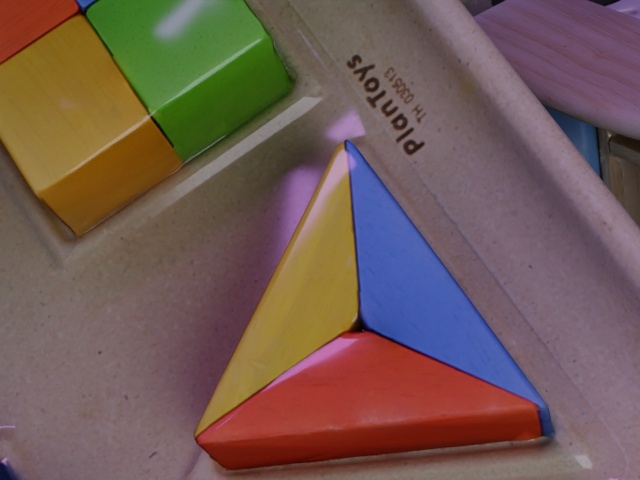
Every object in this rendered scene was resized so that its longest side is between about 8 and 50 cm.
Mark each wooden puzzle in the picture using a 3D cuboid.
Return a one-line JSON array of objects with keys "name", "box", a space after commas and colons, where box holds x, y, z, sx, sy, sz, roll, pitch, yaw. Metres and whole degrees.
[{"name": "wooden puzzle", "box": [-0.089, 0.029, 0.616, 0.348, 0.322, 0.080, -36, 161, 2]}]

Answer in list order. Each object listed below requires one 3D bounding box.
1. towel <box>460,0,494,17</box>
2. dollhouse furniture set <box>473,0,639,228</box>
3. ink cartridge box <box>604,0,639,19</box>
[{"name": "towel", "box": [0.000, 0.000, 0.798, 0.187, 0.049, 0.282, -17, 115, -20]}, {"name": "dollhouse furniture set", "box": [0.054, 0.086, 0.646, 0.303, 0.286, 0.198, -30, 127, -25]}, {"name": "ink cartridge box", "box": [0.149, -0.027, 0.843, 0.109, 0.063, 0.150, -23, 116, -15]}]
